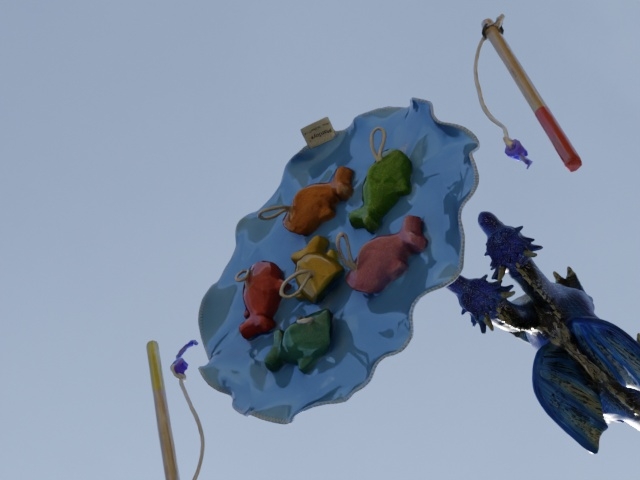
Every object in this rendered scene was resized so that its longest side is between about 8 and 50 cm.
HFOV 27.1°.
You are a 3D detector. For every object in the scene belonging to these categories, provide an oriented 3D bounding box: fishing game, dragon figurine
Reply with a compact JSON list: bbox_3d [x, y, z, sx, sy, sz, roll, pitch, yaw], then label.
[{"bbox_3d":[0.000,0.000,0.648,0.041,0.264,0.189,38,-159,-30],"label":"fishing game"},{"bbox_3d":[0.205,0.097,0.987,0.085,0.144,0.289,-44,-94,14],"label":"dragon figurine"}]
